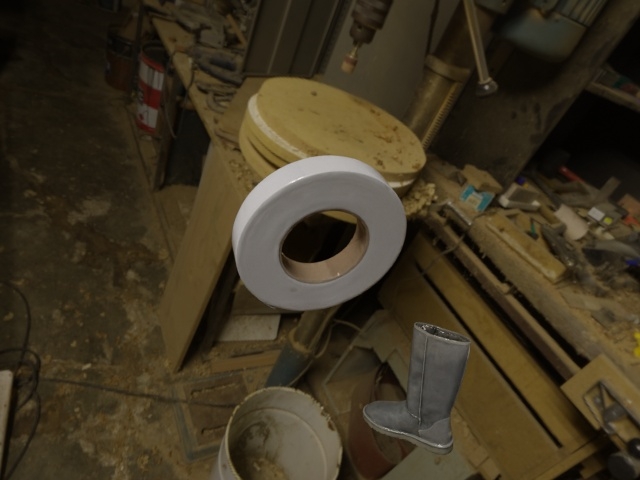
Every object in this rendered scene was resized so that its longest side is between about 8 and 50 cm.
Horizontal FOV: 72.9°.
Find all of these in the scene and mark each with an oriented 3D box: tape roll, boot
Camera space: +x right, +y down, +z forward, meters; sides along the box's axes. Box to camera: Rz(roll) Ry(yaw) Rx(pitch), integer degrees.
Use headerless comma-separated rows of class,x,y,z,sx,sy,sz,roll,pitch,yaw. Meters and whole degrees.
tape roll,0.000,0.000,0.966,0.391,0.392,0.072,7,35,-25
boot,0.164,0.249,0.770,0.189,0.209,0.076,6,16,30
